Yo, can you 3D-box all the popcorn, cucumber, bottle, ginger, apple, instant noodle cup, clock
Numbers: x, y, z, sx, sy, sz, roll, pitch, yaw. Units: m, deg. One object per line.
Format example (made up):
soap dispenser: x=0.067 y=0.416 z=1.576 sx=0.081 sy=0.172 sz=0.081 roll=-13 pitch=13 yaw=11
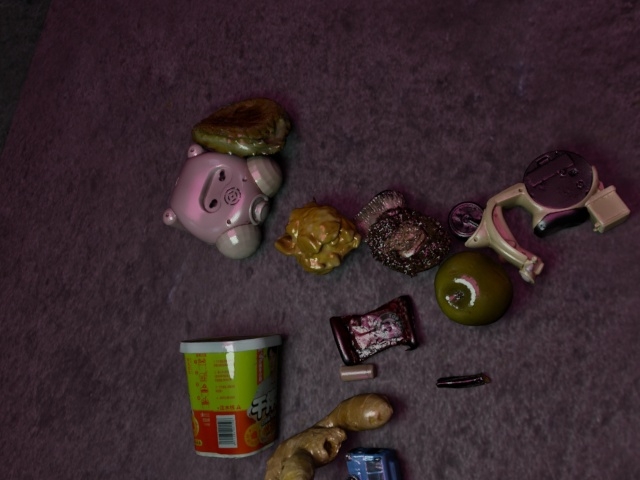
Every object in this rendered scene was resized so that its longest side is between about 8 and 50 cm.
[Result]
popcorn: x=-0.004 y=0.002 z=1.527 sx=0.191 sy=0.190 sz=0.253 roll=-51 pitch=42 yaw=-12
cucumber: x=0.367 y=0.365 z=1.375 sx=0.134 sy=0.033 sz=0.034 roll=-15 pitch=105 yaw=21
bottle: x=0.104 y=0.367 z=1.479 sx=0.096 sy=0.045 sz=0.045 roll=-9 pitch=75 yaw=20
ginger: x=-0.006 y=0.534 z=1.419 sx=0.363 sy=0.348 sz=0.122 roll=-41 pitch=93 yaw=-32
apple: x=0.378 y=0.124 z=1.339 sx=0.196 sy=0.156 sz=0.197 roll=8 pitch=103 yaw=37
instant noodle cup: x=-0.246 y=0.430 z=1.508 sx=0.293 sy=0.294 sz=0.308 roll=-6 pitch=83 yaw=22
clock: x=0.541 y=-0.056 z=1.353 sx=0.378 sy=0.120 sz=0.277 roll=-34 pitch=64 yaw=12
clock: x=-0.301 y=-0.131 z=1.702 sx=0.325 sy=0.184 sz=0.343 roll=19 pitch=91 yaw=21

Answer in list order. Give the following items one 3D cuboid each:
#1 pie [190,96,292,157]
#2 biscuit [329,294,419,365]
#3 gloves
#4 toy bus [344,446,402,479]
pie: x=-0.249 y=-0.359 z=1.685 sx=0.354 sy=0.103 sz=0.288 roll=14 pitch=40 yaw=25
biscuit: x=0.154 y=0.252 z=1.472 sx=0.235 sy=0.063 sz=0.152 roll=-20 pitch=72 yaw=12
gloves: x=0.229 y=-0.012 z=1.458 sx=0.210 sy=0.135 sz=0.312 roll=-28 pitch=46 yaw=-7
toy bus: x=0.146 y=0.651 z=1.359 sx=0.133 sy=0.116 sz=0.234 roll=-15 pitch=74 yaw=22
